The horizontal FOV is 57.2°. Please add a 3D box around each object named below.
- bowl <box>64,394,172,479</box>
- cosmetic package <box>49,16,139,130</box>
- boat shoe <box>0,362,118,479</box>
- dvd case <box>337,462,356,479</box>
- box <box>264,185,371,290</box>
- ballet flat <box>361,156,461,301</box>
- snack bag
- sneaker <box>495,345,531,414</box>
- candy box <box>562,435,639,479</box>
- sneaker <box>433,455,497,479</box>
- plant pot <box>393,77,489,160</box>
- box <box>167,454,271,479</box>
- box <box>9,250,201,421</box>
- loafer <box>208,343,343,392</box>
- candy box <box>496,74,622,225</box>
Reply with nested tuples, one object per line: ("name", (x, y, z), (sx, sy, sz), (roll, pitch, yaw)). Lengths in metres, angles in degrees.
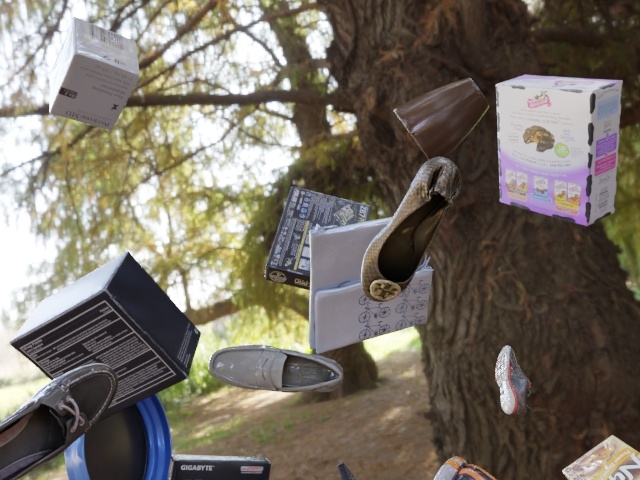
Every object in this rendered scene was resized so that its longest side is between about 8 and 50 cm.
("bowl", (-0.552, 0.570, 1.623), (0.077, 0.391, 0.391), (-16, -9, 15))
("cosmetic package", (-0.541, -0.392, 1.397), (0.151, 0.151, 0.183), (13, -47, -36))
("boat shoe", (-0.460, 0.318, 0.927), (0.335, 0.112, 0.095), (-33, 20, -33))
("dvd case", (0.107, 0.716, 1.566), (0.022, 0.180, 0.253), (-23, -39, 0))
("box", (0.000, 0.000, 2.110), (0.318, 0.395, 0.097), (12, -40, 1))
("ballet flat", (0.128, -0.002, 0.834), (0.084, 0.058, 0.250), (17, -60, -18))
("snack bag", (0.126, 0.095, 1.391), (0.323, 0.342, 0.037), (-10, 31, -19))
("sneaker", (0.432, 0.312, 1.300), (0.065, 0.158, 0.061), (10, -33, -6))
("candy box", (0.785, 0.639, 1.526), (0.183, 0.087, 0.316), (-36, -2, 0))
("sneaker", (0.231, 0.544, 0.972), (0.180, 0.321, 0.124), (26, 10, 35))
("plant pot", (0.372, -0.370, 1.742), (0.230, 0.215, 0.215), (-36, -14, 13))
("box", (-0.228, 0.563, 1.277), (0.220, 0.175, 0.051), (11, -9, -23))
("box", (-0.501, 0.232, 1.410), (0.296, 0.294, 0.183), (-27, 26, 16))
("loafer", (-0.104, 0.300, 1.382), (0.319, 0.112, 0.111), (4, -15, -6))
("candy box", (0.349, -0.139, 0.873), (0.070, 0.196, 0.165), (-22, 28, -26))
